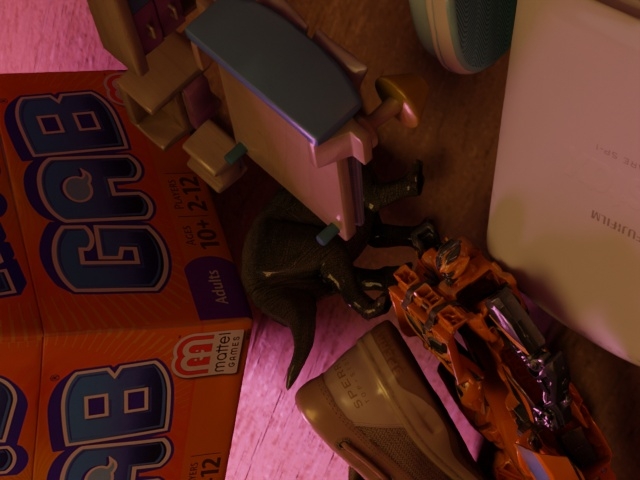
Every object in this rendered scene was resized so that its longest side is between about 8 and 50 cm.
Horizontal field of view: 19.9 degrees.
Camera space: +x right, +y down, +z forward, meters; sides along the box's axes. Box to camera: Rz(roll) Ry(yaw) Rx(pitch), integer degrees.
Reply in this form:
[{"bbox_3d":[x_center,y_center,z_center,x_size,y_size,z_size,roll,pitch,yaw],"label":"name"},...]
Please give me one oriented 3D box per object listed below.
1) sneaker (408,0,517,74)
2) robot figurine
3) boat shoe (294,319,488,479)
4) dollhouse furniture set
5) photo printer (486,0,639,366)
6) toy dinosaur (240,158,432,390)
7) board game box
[{"bbox_3d":[0.055,-0.288,1.362,0.208,0.127,0.319,10,107,41],"label":"sneaker"},{"bbox_3d":[0.150,0.119,1.481,0.291,0.085,0.211,59,171,-31],"label":"robot figurine"},{"bbox_3d":[0.073,0.192,1.579,0.122,0.110,0.341,60,-179,43],"label":"boat shoe"},{"bbox_3d":[-0.007,-0.141,1.442,0.303,0.198,0.286,41,164,23],"label":"dollhouse furniture set"},{"bbox_3d":[0.248,-0.044,1.343,0.256,0.107,0.308,30,133,30],"label":"photo printer"},{"bbox_3d":[0.000,0.000,1.554,0.160,0.314,0.121,9,154,18],"label":"toy dinosaur"},{"bbox_3d":[-0.293,0.091,1.687,0.357,0.356,0.356,-112,25,-45],"label":"board game box"}]
